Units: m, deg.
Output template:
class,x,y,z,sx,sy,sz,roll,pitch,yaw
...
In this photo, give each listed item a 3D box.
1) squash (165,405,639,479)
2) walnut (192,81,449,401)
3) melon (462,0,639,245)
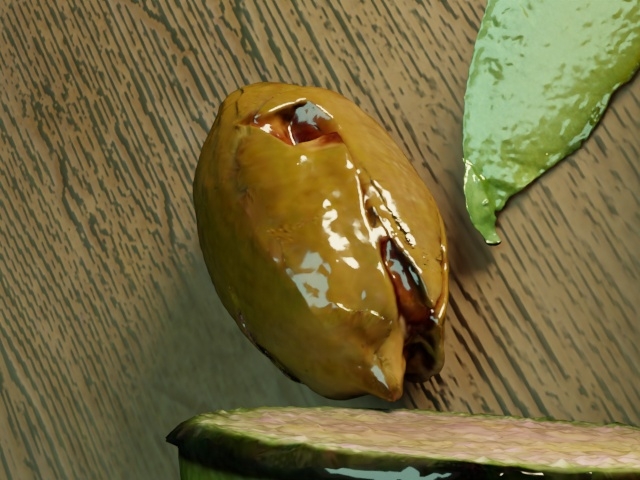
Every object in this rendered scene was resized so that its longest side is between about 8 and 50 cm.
class,x,y,z,sx,sy,sz,roll,pitch,yaw
squash,0.076,0.241,0.901,0.310,0.310,0.309,3,91,34
walnut,0.000,0.000,1.097,0.137,0.137,0.245,-36,55,19
melon,0.149,-0.118,1.094,0.114,0.053,0.262,28,95,18
